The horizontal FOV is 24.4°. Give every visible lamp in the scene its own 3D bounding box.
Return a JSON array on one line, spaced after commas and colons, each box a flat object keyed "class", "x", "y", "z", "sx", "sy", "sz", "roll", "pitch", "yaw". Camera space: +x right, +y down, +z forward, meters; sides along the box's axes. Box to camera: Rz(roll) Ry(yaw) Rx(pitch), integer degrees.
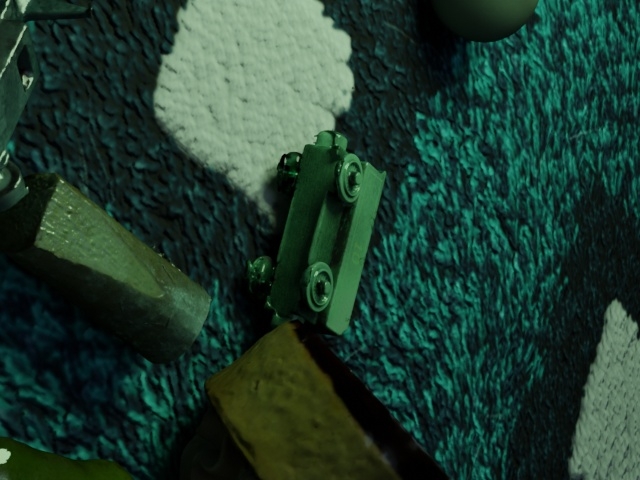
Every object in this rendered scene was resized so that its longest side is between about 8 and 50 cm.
[{"class": "lamp", "x": 0.148, "y": -0.230, "z": 1.333, "sx": 0.105, "sy": 0.105, "sz": 0.105, "roll": 0, "pitch": 91, "yaw": -50}]

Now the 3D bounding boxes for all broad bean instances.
[{"class": "broad bean", "x": -0.196, "y": 0.158, "z": 0.971, "sx": 0.053, "sy": 0.052, "sz": 0.256, "roll": -47, "pitch": 142, "yaw": 14}]

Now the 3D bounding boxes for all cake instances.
[{"class": "cake", "x": -0.022, "y": 0.177, "z": 1.079, "sx": 0.178, "sy": 0.207, "sz": 0.185, "roll": -44, "pitch": 128, "yaw": -8}]

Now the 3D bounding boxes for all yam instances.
[{"class": "yam", "x": -0.145, "y": 0.021, "z": 1.013, "sx": 0.169, "sy": 0.068, "sz": 0.068, "roll": 43, "pitch": 59, "yaw": -42}]

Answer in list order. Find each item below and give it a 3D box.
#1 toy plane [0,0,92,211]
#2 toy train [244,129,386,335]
[{"class": "toy plane", "x": -0.211, "y": -0.105, "z": 0.906, "sx": 0.223, "sy": 0.104, "sz": 0.326, "roll": 86, "pitch": 28, "yaw": -49}, {"class": "toy train", "x": 0.000, "y": 0.000, "z": 1.189, "sx": 0.099, "sy": 0.070, "sz": 0.172, "roll": 38, "pitch": 62, "yaw": -55}]
